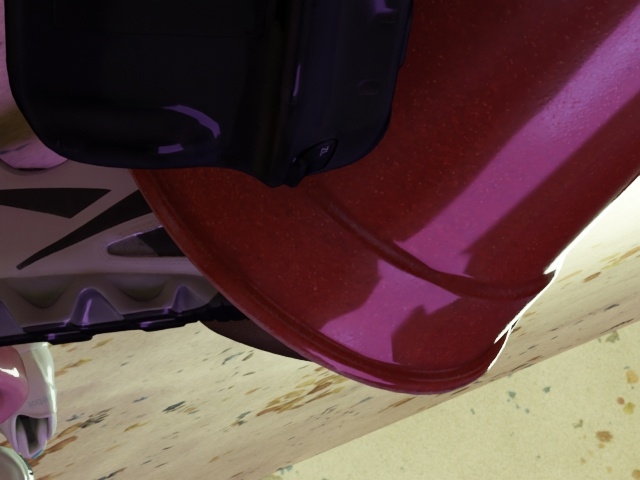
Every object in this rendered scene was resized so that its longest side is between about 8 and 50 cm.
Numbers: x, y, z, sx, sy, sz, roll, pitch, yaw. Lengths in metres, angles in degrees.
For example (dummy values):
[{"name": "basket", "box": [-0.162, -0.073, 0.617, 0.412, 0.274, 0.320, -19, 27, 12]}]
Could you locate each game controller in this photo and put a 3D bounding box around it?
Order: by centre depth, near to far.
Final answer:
[{"name": "game controller", "box": [-0.039, -0.139, 0.729, 0.167, 0.067, 0.319, 8, 138, -1]}]

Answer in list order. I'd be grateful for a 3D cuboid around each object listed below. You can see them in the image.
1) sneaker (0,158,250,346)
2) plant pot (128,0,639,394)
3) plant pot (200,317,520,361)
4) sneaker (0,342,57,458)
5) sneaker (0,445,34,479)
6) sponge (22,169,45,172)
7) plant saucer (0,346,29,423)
[{"name": "sneaker", "box": [-0.059, -0.023, 1.123, 0.331, 0.146, 0.122, -5, 170, -5]}, {"name": "plant pot", "box": [0.078, -0.109, 0.945, 0.265, 0.272, 0.272, -44, 159, 32]}, {"name": "plant pot", "box": [0.000, 0.000, 1.365, 0.215, 0.215, 0.230, -14, 178, -38]}, {"name": "sneaker", "box": [-0.262, 0.147, 1.633, 0.080, 0.094, 0.212, -22, 167, -19]}, {"name": "sneaker", "box": [-0.375, 0.215, 1.620, 0.235, 0.094, 0.153, 1, 172, 20]}, {"name": "sponge", "box": [-0.219, -0.007, 1.249, 0.117, 0.031, 0.210, -33, 164, 28]}, {"name": "plant saucer", "box": [-0.357, 0.099, 1.218, 0.332, 0.084, 0.332, -15, 165, -4]}]
